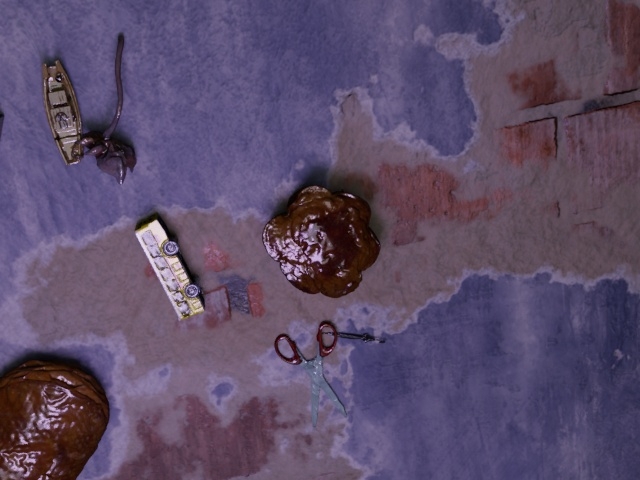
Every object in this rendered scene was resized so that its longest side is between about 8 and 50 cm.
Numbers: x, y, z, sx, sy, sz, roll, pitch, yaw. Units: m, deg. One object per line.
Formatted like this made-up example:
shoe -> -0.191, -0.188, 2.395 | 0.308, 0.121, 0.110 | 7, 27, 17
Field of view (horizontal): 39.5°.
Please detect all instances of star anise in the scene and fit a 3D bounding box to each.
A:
star anise -> -0.390, -0.256, 1.779 | 0.218, 0.148, 0.227 | 46, 110, 26

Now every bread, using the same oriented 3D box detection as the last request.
bread -> 0.013, -0.004, 1.895 | 0.232, 0.135, 0.247 | -43, 107, 3

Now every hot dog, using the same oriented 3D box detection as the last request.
hot dog -> -0.618, 0.430, 1.894 | 0.267, 0.174, 0.387 | 32, 89, -18

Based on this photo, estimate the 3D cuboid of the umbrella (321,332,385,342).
umbrella -> 0.077, 0.219, 2.027 | 0.149, 0.022, 0.022 | 10, 66, -11

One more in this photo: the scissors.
scissors -> -0.008, 0.312, 2.037 | 0.144, 0.017, 0.247 | -16, 108, 0

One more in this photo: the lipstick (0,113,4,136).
lipstick -> -0.710, -0.078, 1.786 | 0.080, 0.076, 0.371 | 13, 102, -11

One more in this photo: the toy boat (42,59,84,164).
toy boat -> -0.515, -0.254, 1.774 | 0.064, 0.072, 0.206 | -12, 107, -8

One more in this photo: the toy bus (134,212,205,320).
toy bus -> -0.315, 0.056, 1.885 | 0.074, 0.081, 0.226 | -25, 108, -3
